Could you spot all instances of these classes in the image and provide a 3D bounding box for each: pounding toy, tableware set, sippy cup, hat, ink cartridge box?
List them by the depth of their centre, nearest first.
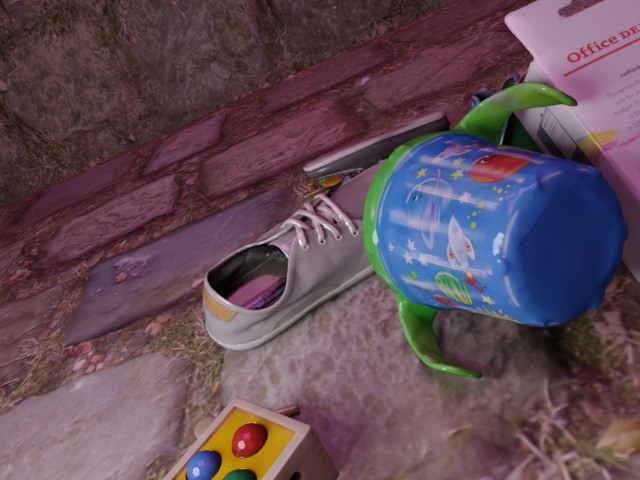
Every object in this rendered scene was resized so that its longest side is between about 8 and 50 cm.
[{"bbox_3d":[-0.091,0.233,0.613,0.206,0.094,0.181,4,40,43],"label":"pounding toy"},{"bbox_3d":[0.200,-0.010,0.613,0.240,0.305,0.224,-20,17,-17],"label":"sippy cup"},{"bbox_3d":[0.391,-0.156,0.659,0.207,0.119,0.353,-25,69,-2],"label":"ink cartridge box"},{"bbox_3d":[0.397,-0.170,0.939,0.184,0.173,0.208,12,70,9],"label":"hat"},{"bbox_3d":[0.011,-0.111,1.204,0.104,0.024,0.154,-30,27,-16],"label":"tableware set"}]

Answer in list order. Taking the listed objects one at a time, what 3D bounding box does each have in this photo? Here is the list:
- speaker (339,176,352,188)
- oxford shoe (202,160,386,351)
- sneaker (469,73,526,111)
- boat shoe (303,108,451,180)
[{"bbox_3d":[0.069,-0.108,1.111,0.055,0.055,0.136,-8,32,29],"label":"speaker"},{"bbox_3d":[0.000,0.000,0.861,0.449,0.130,0.169,-37,53,-18],"label":"oxford shoe"},{"bbox_3d":[0.398,-0.252,1.019,0.262,0.125,0.104,3,39,42],"label":"sneaker"},{"bbox_3d":[0.129,-0.168,1.071,0.335,0.095,0.112,-25,14,-19],"label":"boat shoe"}]
